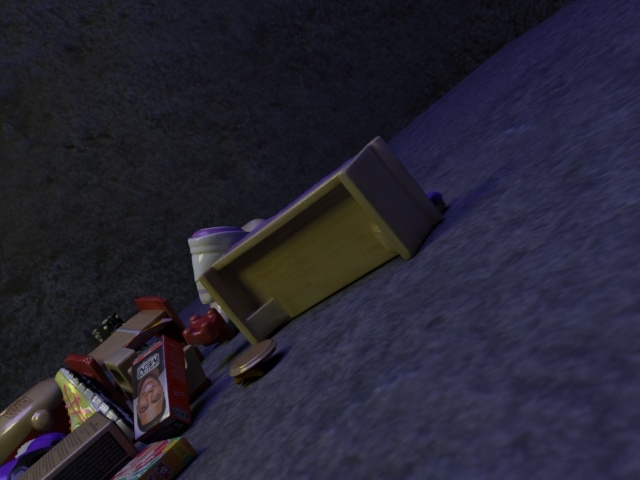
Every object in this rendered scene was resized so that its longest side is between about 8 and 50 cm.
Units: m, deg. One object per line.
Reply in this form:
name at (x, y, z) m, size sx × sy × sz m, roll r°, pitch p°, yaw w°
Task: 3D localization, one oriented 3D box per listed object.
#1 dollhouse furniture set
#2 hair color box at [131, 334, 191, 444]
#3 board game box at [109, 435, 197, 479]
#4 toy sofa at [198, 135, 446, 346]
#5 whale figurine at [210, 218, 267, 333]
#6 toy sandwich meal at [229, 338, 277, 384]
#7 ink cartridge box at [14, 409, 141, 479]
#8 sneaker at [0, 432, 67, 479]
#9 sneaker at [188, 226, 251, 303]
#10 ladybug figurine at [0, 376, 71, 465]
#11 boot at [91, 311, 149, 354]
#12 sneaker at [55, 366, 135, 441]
dollhouse furniture set at (-0.273, 0.219, 1.363) m, size 0.374 × 0.152 × 0.201 m, roll -4°, pitch 30°, yaw 49°
hair color box at (-0.228, 0.213, 1.086) m, size 0.072 × 0.043 × 0.141 m, roll -37°, pitch 43°, yaw 18°
board game box at (-0.258, 0.320, 0.846) m, size 0.259 × 0.039 × 0.124 m, roll -44°, pitch 7°, yaw -34°
toy sofa at (0.000, 0.000, 1.141) m, size 0.362 × 0.150 × 0.177 m, roll -34°, pitch 9°, yaw 39°
whale figurine at (-0.142, 0.092, 1.551) m, size 0.216 × 0.141 × 0.272 m, roll -29°, pitch 36°, yaw 60°
toy sandwich meal at (-0.088, 0.166, 1.026) m, size 0.085 × 0.029 × 0.085 m, roll -34°, pitch 8°, yaw 5°
ink cartridge box at (-0.341, 0.330, 1.029) m, size 0.193 × 0.088 × 0.234 m, roll -40°, pitch 5°, yaw -21°
sneaker at (-0.450, 0.385, 1.281) m, size 0.146 × 0.102 × 0.293 m, roll -20°, pitch 0°, yaw 5°
sneaker at (-0.106, 0.053, 1.372) m, size 0.305 × 0.152 × 0.114 m, roll 0°, pitch -7°, yaw -42°
ladybug figurine at (-0.646, 0.440, 1.666) m, size 0.305 × 0.162 × 0.449 m, roll -44°, pitch 8°, yaw -34°
boot at (-0.421, 0.242, 1.711) m, size 0.085 × 0.178 × 0.236 m, roll -43°, pitch 6°, yaw -33°
sneaker at (-0.391, 0.289, 1.268) m, size 0.094 × 0.208 × 0.081 m, roll -55°, pitch -36°, yaw -4°
